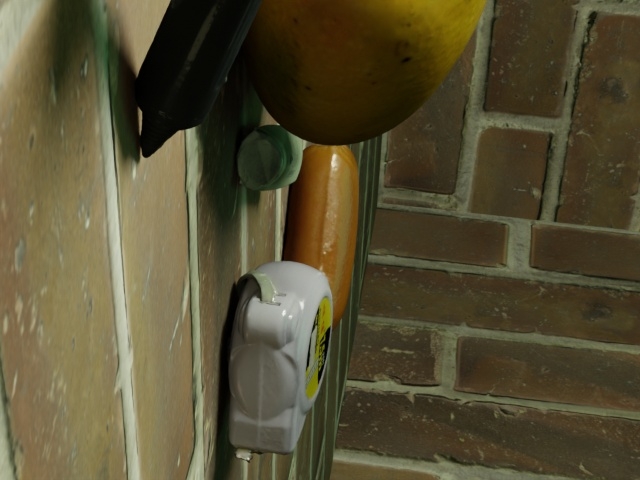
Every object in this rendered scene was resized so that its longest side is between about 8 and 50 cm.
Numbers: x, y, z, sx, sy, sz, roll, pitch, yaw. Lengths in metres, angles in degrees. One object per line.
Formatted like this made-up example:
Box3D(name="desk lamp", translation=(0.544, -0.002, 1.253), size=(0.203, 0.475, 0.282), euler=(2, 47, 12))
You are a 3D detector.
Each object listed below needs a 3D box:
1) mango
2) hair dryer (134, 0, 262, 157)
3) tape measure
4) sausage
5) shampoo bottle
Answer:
Box3D(name="mango", translation=(0.031, -0.246, 1.418), size=(0.445, 0.232, 0.300), euler=(121, -25, -74))
Box3D(name="hair dryer", translation=(-0.076, -0.169, 0.947), size=(0.352, 0.189, 0.107), euler=(124, -16, -45))
Box3D(name="tape measure", translation=(-0.052, 0.116, 1.660), size=(0.178, 0.105, 0.196), euler=(-52, 148, -67))
Box3D(name="sausage", translation=(0.000, 0.000, 2.080), size=(0.105, 0.105, 0.274), euler=(-35, 131, -84))
Box3D(name="shampoo bottle", translation=(-0.053, -0.088, 1.631), size=(0.212, 0.049, 0.072), euler=(-45, 146, -82))
